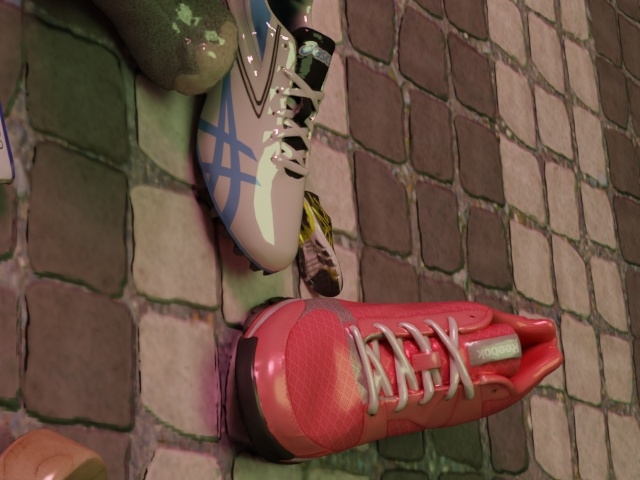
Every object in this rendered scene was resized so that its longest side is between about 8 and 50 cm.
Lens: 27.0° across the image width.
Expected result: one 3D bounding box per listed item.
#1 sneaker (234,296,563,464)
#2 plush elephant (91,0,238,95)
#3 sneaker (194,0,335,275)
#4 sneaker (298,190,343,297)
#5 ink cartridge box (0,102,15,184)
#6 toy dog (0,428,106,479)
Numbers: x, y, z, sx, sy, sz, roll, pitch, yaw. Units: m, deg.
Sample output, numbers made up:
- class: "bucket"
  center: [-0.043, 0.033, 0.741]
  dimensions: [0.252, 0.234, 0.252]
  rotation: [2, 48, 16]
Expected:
- class: "sneaker"
  center: [0.064, 0.080, 0.937]
  dimensions: [0.314, 0.136, 0.115]
  rotation: [-2, 78, -55]
- class: "plush elephant"
  center: [-0.080, -0.296, 0.771]
  dimensions: [0.330, 0.255, 0.271]
  rotation: [36, 50, -43]
- class: "sneaker"
  center: [-0.032, -0.095, 0.914]
  dimensions: [0.085, 0.086, 0.237]
  rotation: [22, 61, -51]
- class: "sneaker"
  center: [0.000, 0.000, 0.969]
  dimensions: [0.035, 0.031, 0.083]
  rotation: [-33, 105, -55]
- class: "ink cartridge box"
  center: [-0.241, -0.128, 0.645]
  dimensions: [0.224, 0.045, 0.223]
  rotation: [-4, 80, -74]
- class: "toy dog"
  center: [-0.141, 0.210, 0.583]
  dimensions: [0.334, 0.220, 0.160]
  rotation: [-9, 117, -48]
